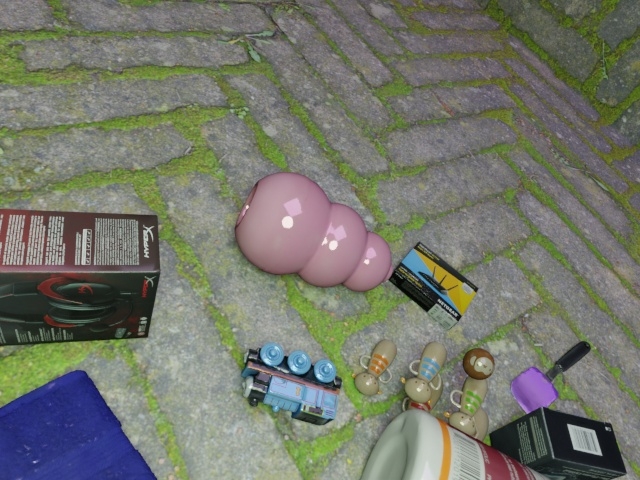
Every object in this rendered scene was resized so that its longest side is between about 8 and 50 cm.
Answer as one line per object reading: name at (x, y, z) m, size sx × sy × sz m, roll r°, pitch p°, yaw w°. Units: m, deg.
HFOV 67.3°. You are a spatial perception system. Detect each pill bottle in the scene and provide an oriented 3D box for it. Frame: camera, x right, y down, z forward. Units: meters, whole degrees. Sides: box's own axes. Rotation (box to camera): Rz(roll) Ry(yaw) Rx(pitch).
pill bottle at (0.265, 0.442, 0.720) m, size 0.392 × 0.224 × 0.224 m, roll 29°, pitch 47°, yaw -1°

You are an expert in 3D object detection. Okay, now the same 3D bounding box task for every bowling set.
bowling set at (0.208, 0.273, 0.855) m, size 0.287 × 0.199 × 0.154 m, roll 34°, pitch 48°, yaw 9°

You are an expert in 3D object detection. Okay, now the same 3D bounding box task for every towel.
towel at (-0.333, 0.336, 0.606) m, size 0.308 × 0.076 × 0.228 m, roll 46°, pitch 36°, yaw 17°

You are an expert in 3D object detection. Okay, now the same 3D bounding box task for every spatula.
spatula at (0.539, 0.296, 1.096) m, size 0.297 × 0.030 × 0.084 m, roll -20°, pitch 62°, yaw -35°

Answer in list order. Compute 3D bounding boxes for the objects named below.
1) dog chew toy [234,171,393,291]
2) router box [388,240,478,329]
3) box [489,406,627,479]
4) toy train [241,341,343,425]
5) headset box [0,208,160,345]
dog chew toy at (0.000, 0.000, 0.976) m, size 0.332 × 0.206 × 0.206 m, roll 25°, pitch 47°, yaw -15°
router box at (0.262, 0.100, 1.113) m, size 0.179 × 0.046 × 0.133 m, roll 40°, pitch 47°, yaw 9°
box at (0.427, 0.389, 0.881) m, size 0.156 × 0.158 × 0.093 m, roll 17°, pitch 48°, yaw -12°
toy train at (-0.051, 0.247, 0.829) m, size 0.184 × 0.080 × 0.105 m, roll 20°, pitch 54°, yaw -10°
headset box at (-0.403, 0.061, 0.716) m, size 0.293 × 0.218 × 0.110 m, roll 2°, pitch 53°, yaw -25°
